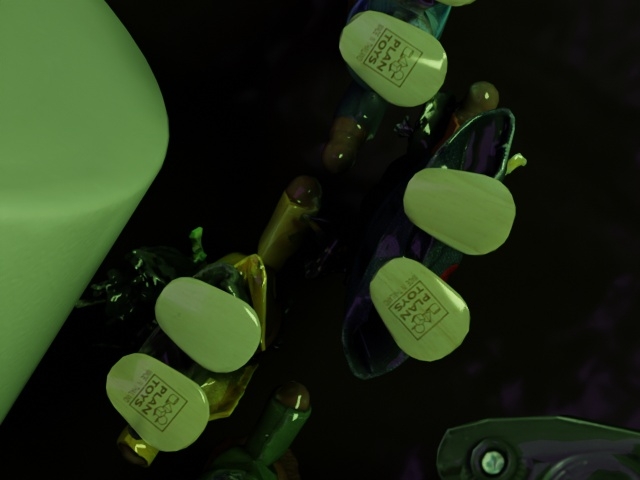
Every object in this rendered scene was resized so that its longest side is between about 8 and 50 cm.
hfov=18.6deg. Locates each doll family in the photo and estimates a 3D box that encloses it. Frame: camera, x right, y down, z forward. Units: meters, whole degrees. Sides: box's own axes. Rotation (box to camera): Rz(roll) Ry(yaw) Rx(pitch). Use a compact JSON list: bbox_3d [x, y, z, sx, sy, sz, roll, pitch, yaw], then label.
[{"bbox_3d":[0.000,0.000,0.451,0.076,0.111,0.193,38,97,0],"label":"doll family"}]

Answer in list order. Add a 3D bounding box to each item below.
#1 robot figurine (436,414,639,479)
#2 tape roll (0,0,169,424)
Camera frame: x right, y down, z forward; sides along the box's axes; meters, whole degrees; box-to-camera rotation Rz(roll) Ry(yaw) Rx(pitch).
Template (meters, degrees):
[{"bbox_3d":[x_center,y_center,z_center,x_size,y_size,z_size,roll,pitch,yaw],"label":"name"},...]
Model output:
[{"bbox_3d":[0.097,0.166,0.377,0.291,0.085,0.211,33,89,25],"label":"robot figurine"},{"bbox_3d":[-0.179,-0.014,0.434,0.246,0.246,0.169,42,111,24],"label":"tape roll"}]
